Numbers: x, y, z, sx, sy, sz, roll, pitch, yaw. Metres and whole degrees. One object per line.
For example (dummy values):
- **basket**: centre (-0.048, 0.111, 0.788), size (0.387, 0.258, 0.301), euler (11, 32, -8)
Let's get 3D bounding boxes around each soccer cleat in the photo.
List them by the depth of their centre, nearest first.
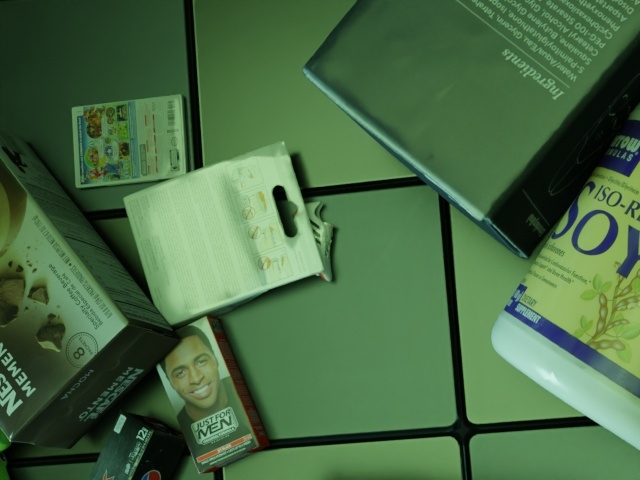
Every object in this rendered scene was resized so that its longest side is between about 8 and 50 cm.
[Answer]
- **soccer cleat**: centre (0.000, 0.000, 1.534), size (0.035, 0.029, 0.083), euler (-24, 74, 14)

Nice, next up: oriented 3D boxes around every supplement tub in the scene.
- **supplement tub**: centre (0.331, 0.017, 1.347), size (0.241, 0.241, 0.331), euler (33, 92, 14)

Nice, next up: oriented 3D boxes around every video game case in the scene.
- **video game case**: centre (-0.199, -0.103, 1.600), size (0.122, 0.011, 0.087), euler (-5, 83, 12)

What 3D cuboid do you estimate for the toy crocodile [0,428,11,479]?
- **toy crocodile**: centre (-0.407, 0.156, 1.581), size (0.115, 0.105, 0.340), euler (-34, 82, 7)

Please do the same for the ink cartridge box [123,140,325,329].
- **ink cartridge box**: centre (-0.096, -0.005, 1.552), size (0.179, 0.045, 0.145), euler (-19, 79, 7)

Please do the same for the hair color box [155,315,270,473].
- **hair color box**: centre (-0.112, 0.154, 1.534), size (0.072, 0.043, 0.141), euler (-26, 78, 10)

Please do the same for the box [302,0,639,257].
- **box**: centre (0.213, -0.209, 1.372), size (0.212, 0.293, 0.395), euler (40, 93, 14)

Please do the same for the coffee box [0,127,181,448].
- **coffee box**: centre (-0.302, 0.042, 1.531), size (0.168, 0.119, 0.297), euler (-43, 68, 8)

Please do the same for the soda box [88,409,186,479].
- **soda box**: centre (-0.200, 0.258, 1.529), size (0.053, 0.060, 0.169), euler (25, 90, 38)
